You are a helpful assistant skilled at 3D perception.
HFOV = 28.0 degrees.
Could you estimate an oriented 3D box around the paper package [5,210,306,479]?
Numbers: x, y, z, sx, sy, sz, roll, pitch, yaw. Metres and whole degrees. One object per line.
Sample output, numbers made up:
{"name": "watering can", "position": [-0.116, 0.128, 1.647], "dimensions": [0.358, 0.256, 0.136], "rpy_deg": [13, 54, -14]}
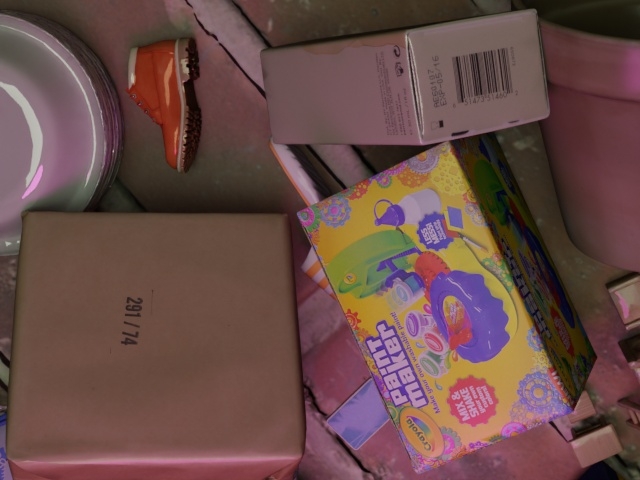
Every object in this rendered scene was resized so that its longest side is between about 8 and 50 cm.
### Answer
{"name": "paper package", "position": [-0.177, 0.135, 1.401], "dimensions": [0.309, 0.325, 0.168], "rpy_deg": [0, 142, -6]}

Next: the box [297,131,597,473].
{"name": "box", "position": [0.146, 0.054, 1.373], "dimensions": [0.177, 0.279, 0.290], "rpy_deg": [-25, 89, 18]}

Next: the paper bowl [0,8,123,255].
{"name": "paper bowl", "position": [-0.382, -0.123, 1.488], "dimensions": [0.284, 0.148, 0.284], "rpy_deg": [1, 102, 6]}

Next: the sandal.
{"name": "sandal", "position": [0.002, -0.002, 1.505], "dimensions": [0.076, 0.102, 0.265], "rpy_deg": [-35, 87, 12]}

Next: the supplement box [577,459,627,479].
{"name": "supplement box", "position": [0.404, 0.459, 1.475], "dimensions": [0.356, 0.194, 0.195], "rpy_deg": [38, 102, -3]}

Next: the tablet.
{"name": "tablet", "position": [0.053, 0.214, 1.582], "dimensions": [0.054, 0.006, 0.083], "rpy_deg": [44, 102, -4]}

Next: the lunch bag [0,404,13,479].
{"name": "lunch bag", "position": [-0.369, 0.347, 1.524], "dimensions": [0.115, 0.243, 0.303], "rpy_deg": [-25, 83, 50]}

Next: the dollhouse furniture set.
{"name": "dollhouse furniture set", "position": [0.339, 0.158, 1.495], "dimensions": [0.161, 0.101, 0.182], "rpy_deg": [-26, 97, 10]}

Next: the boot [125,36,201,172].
{"name": "boot", "position": [-0.185, -0.157, 1.511], "dimensions": [0.084, 0.059, 0.158], "rpy_deg": [-2, 92, 9]}

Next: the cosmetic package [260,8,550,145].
{"name": "cosmetic package", "position": [0.078, -0.165, 1.337], "dimensions": [0.160, 0.309, 0.113], "rpy_deg": [-14, 101, -28]}

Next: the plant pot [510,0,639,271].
{"name": "plant pot", "position": [0.360, -0.131, 1.360], "dimensions": [0.323, 0.323, 0.280], "rpy_deg": [-1, 118, 5]}
